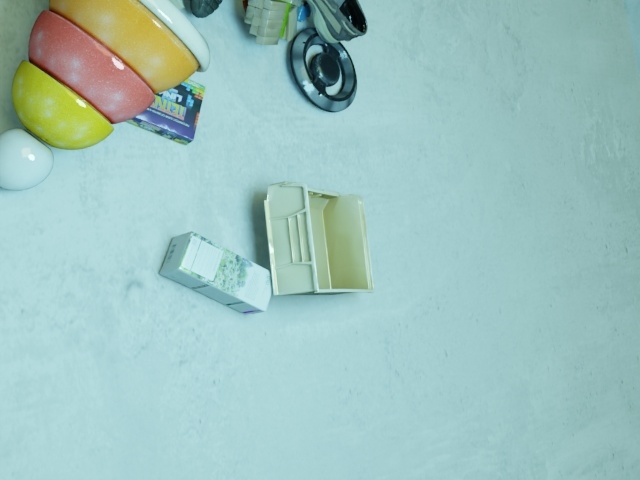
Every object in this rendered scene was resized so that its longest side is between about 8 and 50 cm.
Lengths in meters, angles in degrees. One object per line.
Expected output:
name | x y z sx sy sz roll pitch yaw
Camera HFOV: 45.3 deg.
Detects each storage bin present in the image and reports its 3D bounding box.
storage bin | 0.000 0.000 1.798 0.262 0.123 0.260 6 76 -58

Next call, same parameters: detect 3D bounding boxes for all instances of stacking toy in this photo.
stacking toy | -0.482 -0.301 1.504 0.351 0.350 0.480 40 86 -23

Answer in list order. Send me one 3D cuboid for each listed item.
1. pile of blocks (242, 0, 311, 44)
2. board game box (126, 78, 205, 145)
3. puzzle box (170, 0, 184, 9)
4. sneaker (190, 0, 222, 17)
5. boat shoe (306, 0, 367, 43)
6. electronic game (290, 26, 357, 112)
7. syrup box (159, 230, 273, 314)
pile of blocks | -0.099 -0.606 1.936 0.113 0.149 0.362 24 47 17
board game box | -0.353 -0.310 1.714 0.170 0.048 0.141 19 69 -31
puzzle box | -0.391 -0.729 1.651 0.052 0.272 0.408 -13 89 4
sneaker | -0.286 -0.659 1.796 0.130 0.109 0.286 4 81 9
boat shoe | 0.024 -0.626 1.854 0.355 0.130 0.132 50 51 -54
electronic game | 0.011 -0.444 1.997 0.229 0.048 0.229 14 69 -40
syrup box | -0.222 0.076 1.698 0.237 0.096 0.093 30 65 -29
